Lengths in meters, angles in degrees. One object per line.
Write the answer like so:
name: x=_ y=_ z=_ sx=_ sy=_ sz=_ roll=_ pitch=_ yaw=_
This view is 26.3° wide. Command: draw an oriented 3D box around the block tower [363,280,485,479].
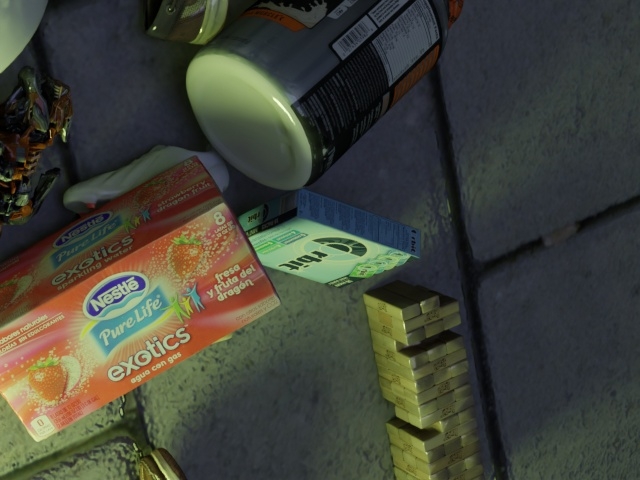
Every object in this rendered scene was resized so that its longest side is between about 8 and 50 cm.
block tower: x=0.143 y=0.221 z=1.808 sx=0.091 sy=0.097 sz=0.335 roll=-20 pitch=112 yaw=-26

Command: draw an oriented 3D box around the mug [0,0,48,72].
mug: x=-0.384 y=-0.343 z=1.173 sx=0.328 sy=0.276 sz=0.374 roll=78 pitch=35 yaw=-67

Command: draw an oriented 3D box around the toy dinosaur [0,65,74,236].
toy dinosaur: x=-0.382 y=-0.041 z=1.395 sx=0.218 sy=0.164 sz=0.321 roll=30 pitch=79 yaw=-48

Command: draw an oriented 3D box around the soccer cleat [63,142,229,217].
soccer cleat: x=-0.200 y=-0.069 z=1.554 sx=0.196 sy=0.068 sz=0.076 roll=-8 pitch=76 yaw=-24

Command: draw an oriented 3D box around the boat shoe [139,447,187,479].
boat shoe: x=-0.183 y=0.375 z=1.639 sx=0.095 sy=0.095 sz=0.257 roll=-23 pitch=112 yaw=-20

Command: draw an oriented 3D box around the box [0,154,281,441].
box: x=-0.216 y=0.057 z=1.463 sx=0.300 sy=0.154 sz=0.142 roll=-29 pitch=119 yaw=-3

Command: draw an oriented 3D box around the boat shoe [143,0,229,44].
boat shoe: x=-0.149 y=-0.356 z=1.496 sx=0.092 sy=0.103 sz=0.285 roll=-8 pitch=110 yaw=-36

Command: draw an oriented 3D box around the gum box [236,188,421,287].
gum box: x=0.000 y=0.000 z=1.633 sx=0.184 sy=0.157 sz=0.041 roll=19 pitch=63 yaw=-33

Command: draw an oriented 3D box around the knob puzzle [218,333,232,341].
knob puzzle: x=-0.193 y=0.065 z=1.583 sx=0.213 sy=0.030 sz=0.213 roll=-12 pitch=117 yaw=-25

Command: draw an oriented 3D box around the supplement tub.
supplement tub: x=0.014 y=-0.219 z=1.555 sx=0.316 sy=0.194 sz=0.193 roll=-45 pitch=121 yaw=-30
